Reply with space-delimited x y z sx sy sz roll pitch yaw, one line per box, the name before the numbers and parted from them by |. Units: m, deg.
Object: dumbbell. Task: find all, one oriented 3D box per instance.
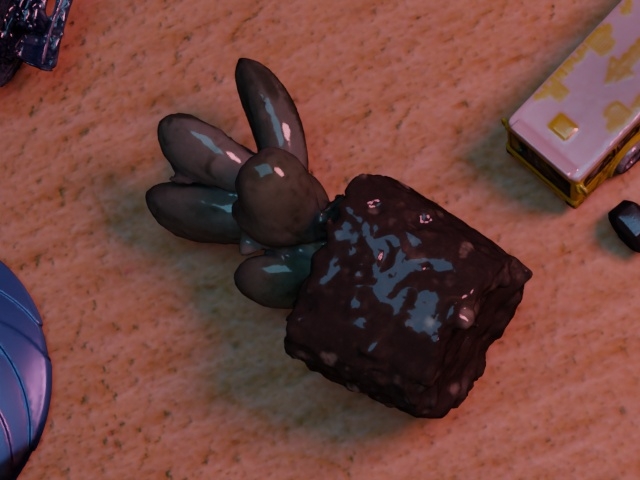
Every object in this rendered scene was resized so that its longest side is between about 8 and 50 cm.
dumbbell | 0.240 -0.028 1.258 0.083 0.040 0.036 -39 41 0

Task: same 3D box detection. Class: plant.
plant | 0.000 0.002 1.237 0.274 0.149 0.146 38 85 19

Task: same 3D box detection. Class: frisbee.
frisbee | -0.315 0.104 1.322 0.242 0.045 0.242 -2 78 10

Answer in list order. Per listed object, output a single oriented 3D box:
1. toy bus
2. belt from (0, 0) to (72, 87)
toy bus | 0.230 -0.126 1.264 0.226 0.074 0.081 -45 74 -3
belt | -0.236 -0.218 1.343 0.128 0.122 0.218 14 86 11
